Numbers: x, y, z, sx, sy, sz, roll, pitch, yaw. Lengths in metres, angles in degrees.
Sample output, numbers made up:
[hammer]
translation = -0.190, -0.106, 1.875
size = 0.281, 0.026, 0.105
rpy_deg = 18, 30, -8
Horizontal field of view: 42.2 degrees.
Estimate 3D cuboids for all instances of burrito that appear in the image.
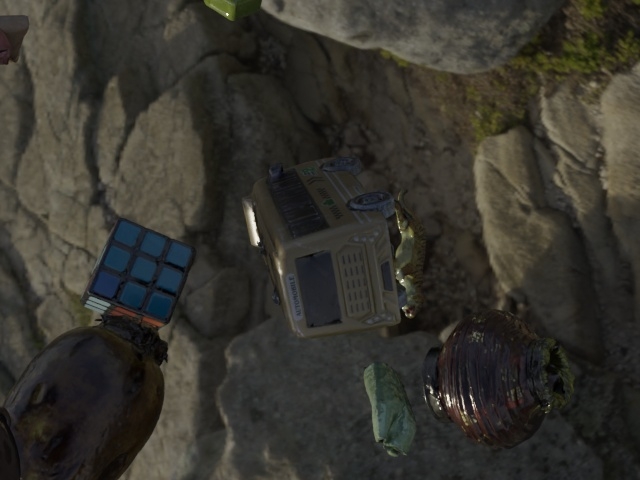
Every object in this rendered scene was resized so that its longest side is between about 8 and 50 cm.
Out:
[burrito]
translation = 0.077, 0.187, 0.898
size = 0.044, 0.074, 0.118
rpy_deg = -28, 30, 10

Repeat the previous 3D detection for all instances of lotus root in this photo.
[lotus root]
translation = -0.284, 0.210, 0.957
size = 0.169, 0.141, 0.314
rpy_deg = 17, 63, 28

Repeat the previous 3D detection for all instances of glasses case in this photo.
[glasses case]
translation = -0.427, -0.218, 0.951
size = 0.102, 0.193, 0.070
rpy_deg = 1, 101, 55

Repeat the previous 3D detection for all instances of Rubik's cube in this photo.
[Rubik's cube]
translation = -0.349, 0.070, 1.583
size = 0.163, 0.161, 0.162
rpy_deg = -29, 40, 67

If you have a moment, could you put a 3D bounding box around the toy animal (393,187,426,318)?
[toy animal]
translation = 0.159, 0.022, 1.546
size = 0.057, 0.099, 0.241
rpy_deg = -8, 68, 35

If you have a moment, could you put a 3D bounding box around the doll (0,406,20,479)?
[doll]
translation = -0.331, 0.209, 0.659
size = 0.117, 0.257, 0.182
rpy_deg = -6, 110, 12

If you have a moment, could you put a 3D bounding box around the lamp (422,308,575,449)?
[lamp]
translation = 0.299, 0.230, 1.393
size = 0.247, 0.247, 0.247
rpy_deg = -1, 88, 37

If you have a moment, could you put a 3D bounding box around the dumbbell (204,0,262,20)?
[dumbbell]
translation = -0.136, -0.506, 1.411
size = 0.121, 0.302, 0.108
rpy_deg = 31, 65, 3

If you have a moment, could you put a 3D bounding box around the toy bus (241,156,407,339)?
[toy bus]
translation = 0.000, 0.000, 0.994
size = 0.289, 0.157, 0.139
rpy_deg = -117, 16, -66
